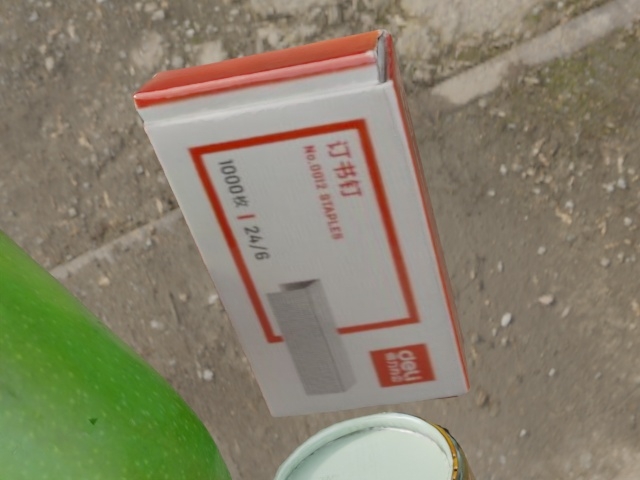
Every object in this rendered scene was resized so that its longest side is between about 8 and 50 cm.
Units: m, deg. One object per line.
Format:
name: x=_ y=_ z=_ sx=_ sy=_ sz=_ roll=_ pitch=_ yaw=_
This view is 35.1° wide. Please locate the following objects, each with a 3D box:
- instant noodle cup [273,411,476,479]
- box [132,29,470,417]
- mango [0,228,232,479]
instant noodle cup: x=0.058 y=0.261 z=0.849 sx=0.215 sy=0.172 sz=0.216 roll=-14 pitch=27 yaw=7
box: x=0.000 y=-0.001 z=0.527 sx=0.122 sy=0.229 sz=0.050 roll=-9 pitch=40 yaw=11
mango: x=-0.216 y=0.053 z=0.435 sx=0.381 sy=0.225 sz=0.201 roll=25 pitch=96 yaw=-6
